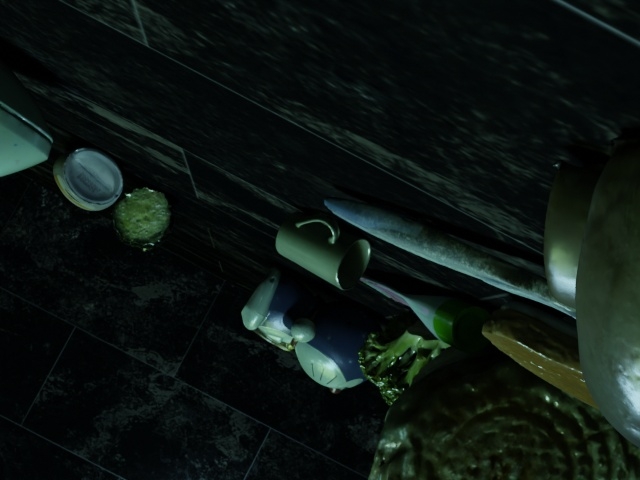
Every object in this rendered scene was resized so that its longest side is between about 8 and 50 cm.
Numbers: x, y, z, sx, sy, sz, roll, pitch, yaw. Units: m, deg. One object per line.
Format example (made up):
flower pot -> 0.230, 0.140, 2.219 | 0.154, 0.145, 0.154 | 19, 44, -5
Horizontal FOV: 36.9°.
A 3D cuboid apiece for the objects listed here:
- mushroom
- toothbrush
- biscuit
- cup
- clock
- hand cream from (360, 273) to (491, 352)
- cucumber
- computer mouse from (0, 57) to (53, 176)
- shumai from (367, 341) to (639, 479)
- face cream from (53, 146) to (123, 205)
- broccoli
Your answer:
mushroom -> 0.164, 0.037, 0.414 | 0.141, 0.117, 0.188 | 9, 160, 30
toothbrush -> 0.158, 0.035, 0.653 | 0.413, 0.042, 0.035 | 24, 172, 37
biscuit -> 0.245, 0.113, 0.813 | 0.208, 0.049, 0.181 | 22, 170, 38
cup -> -0.002, 0.005, 0.939 | 0.083, 0.054, 0.075 | 26, 174, 30
clock -> -0.009, 0.150, 1.605 | 0.243, 0.146, 0.199 | 31, 178, 3
hand cream -> 0.106, 0.071, 1.080 | 0.079, 0.050, 0.275 | 57, 168, -18
cucumber -> -0.295, -0.025, 1.585 | 0.096, 0.096, 0.359 | 29, 172, -8
computer mouse -> -0.373, -0.171, 0.904 | 0.288, 0.097, 0.159 | 44, 167, -28
shumai -> 0.187, 0.240, 1.046 | 0.309, 0.304, 0.263 | 29, -176, -9
face cream -> -0.349, -0.090, 1.437 | 0.107, 0.073, 0.269 | 51, 168, -13
broccoli -> 0.129, 0.160, 1.248 | 0.162, 0.145, 0.137 | 14, 131, 9
